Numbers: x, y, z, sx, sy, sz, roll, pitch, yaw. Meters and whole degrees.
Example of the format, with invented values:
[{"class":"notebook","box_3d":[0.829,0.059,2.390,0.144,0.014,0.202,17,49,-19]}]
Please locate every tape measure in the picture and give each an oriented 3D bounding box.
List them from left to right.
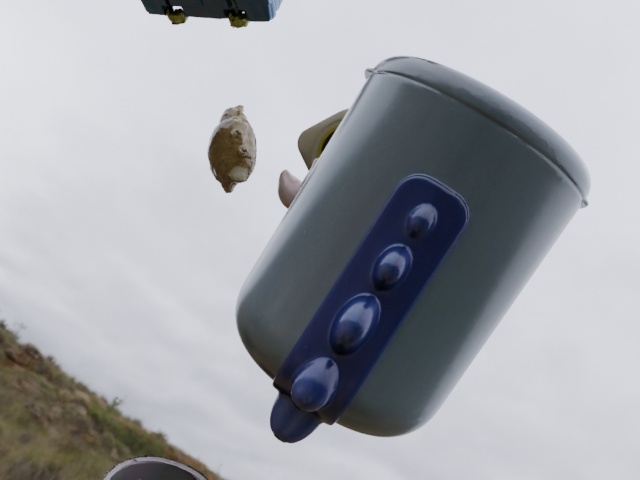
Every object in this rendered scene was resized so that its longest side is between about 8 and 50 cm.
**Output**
[{"class":"tape measure","box_3d":[0.097,-0.180,1.512,0.232,0.133,0.271,-24,-90,15]}]

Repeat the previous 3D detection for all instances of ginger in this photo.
[{"class":"ginger","box_3d":[-0.126,-0.150,0.895,0.067,0.165,0.096,7,-40,-15]}]

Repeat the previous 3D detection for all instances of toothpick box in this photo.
[{"class":"toothpick box","box_3d":[0.063,0.030,0.598,0.263,0.354,0.263,32,4,-2]}]

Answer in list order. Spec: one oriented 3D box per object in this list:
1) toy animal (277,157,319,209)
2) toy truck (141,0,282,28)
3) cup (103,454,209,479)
[{"class":"toy animal","box_3d":[0.000,0.001,0.861,0.212,0.124,0.124,54,-35,-11]},{"class":"toy truck","box_3d":[-0.268,-0.620,1.481,0.385,0.162,0.161,13,-32,24]},{"class":"cup","box_3d":[-0.290,0.508,0.958,0.203,0.288,0.203,24,14,-6]}]
